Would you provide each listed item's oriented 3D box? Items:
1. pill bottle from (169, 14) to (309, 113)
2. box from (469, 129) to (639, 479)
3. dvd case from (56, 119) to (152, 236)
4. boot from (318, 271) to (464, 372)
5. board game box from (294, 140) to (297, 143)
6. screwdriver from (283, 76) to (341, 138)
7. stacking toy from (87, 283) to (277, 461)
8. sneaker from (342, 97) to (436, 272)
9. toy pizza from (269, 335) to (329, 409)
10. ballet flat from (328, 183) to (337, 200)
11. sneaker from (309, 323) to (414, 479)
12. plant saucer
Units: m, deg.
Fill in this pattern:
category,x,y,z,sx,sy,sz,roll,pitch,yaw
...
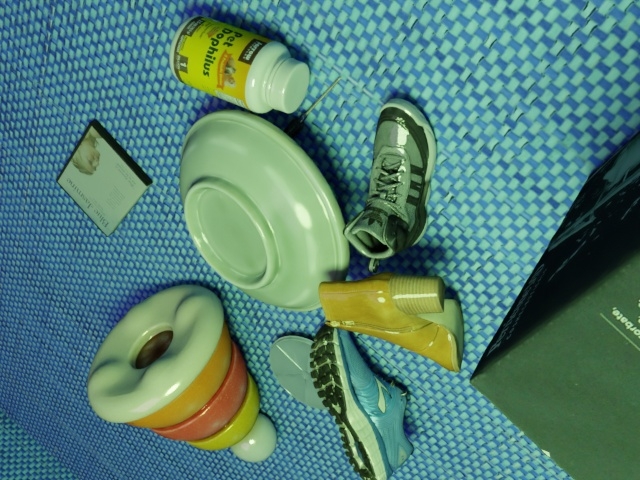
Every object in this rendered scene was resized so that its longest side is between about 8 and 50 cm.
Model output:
category,x,y,z,sx,sy,sz,roll,pitch,yaw
pill bottle,-0.129,-0.280,1.143,0.215,0.117,0.117,24,132,19
box,0.461,-0.016,0.662,0.297,0.480,0.471,41,135,6
dvd case,-0.488,-0.132,1.573,0.180,0.022,0.253,48,135,-4
boot,0.125,0.140,1.209,0.211,0.104,0.295,-3,146,22
board game box,-0.129,-0.114,1.313,0.210,0.047,0.160,11,127,29
screwdriver,-0.017,-0.222,1.180,0.170,0.024,0.025,-46,61,39
stacking toy,-0.262,0.365,1.632,0.351,0.350,0.479,-5,135,37
sneaker,0.107,-0.075,1.099,0.101,0.153,0.268,15,129,27
toy pizza,-0.022,0.285,1.539,0.201,0.032,0.201,18,128,24
ballet flat,0.000,0.000,1.276,0.083,0.087,0.247,31,137,31
sneaker,0.089,0.310,1.424,0.130,0.147,0.329,-23,88,61
plant saucer,-0.133,-0.026,1.242,0.401,0.101,0.400,27,136,30
